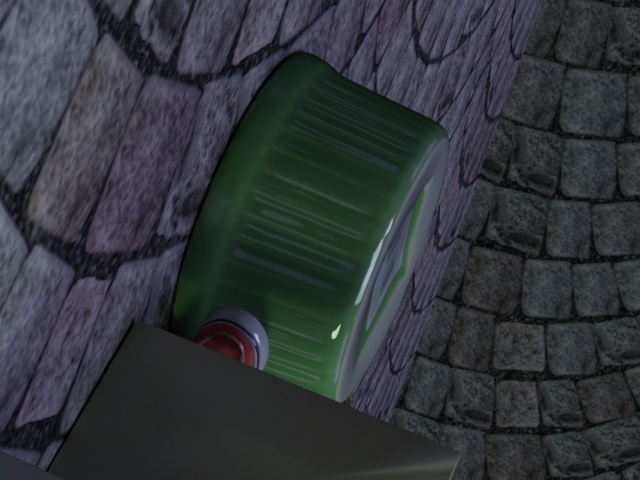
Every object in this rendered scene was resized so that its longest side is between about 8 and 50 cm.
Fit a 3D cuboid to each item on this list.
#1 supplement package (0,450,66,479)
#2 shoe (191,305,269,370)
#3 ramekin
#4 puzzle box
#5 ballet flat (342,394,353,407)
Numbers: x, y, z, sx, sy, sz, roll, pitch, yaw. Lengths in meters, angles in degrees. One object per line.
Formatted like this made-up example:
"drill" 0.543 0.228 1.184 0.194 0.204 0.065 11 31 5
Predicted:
"supplement package" -0.159 0.258 0.905 0.149 0.203 0.194 90 25 -66
"shoe" -0.102 0.126 1.238 0.081 0.063 0.178 -51 179 -40
"ramekin" 0.000 0.000 1.347 0.303 0.148 0.303 22 90 -80
"puzzle box" -0.102 0.275 1.053 0.052 0.272 0.409 92 23 -59
"ballet flat" -0.016 0.143 1.751 0.124 0.116 0.342 -86 -178 -48
